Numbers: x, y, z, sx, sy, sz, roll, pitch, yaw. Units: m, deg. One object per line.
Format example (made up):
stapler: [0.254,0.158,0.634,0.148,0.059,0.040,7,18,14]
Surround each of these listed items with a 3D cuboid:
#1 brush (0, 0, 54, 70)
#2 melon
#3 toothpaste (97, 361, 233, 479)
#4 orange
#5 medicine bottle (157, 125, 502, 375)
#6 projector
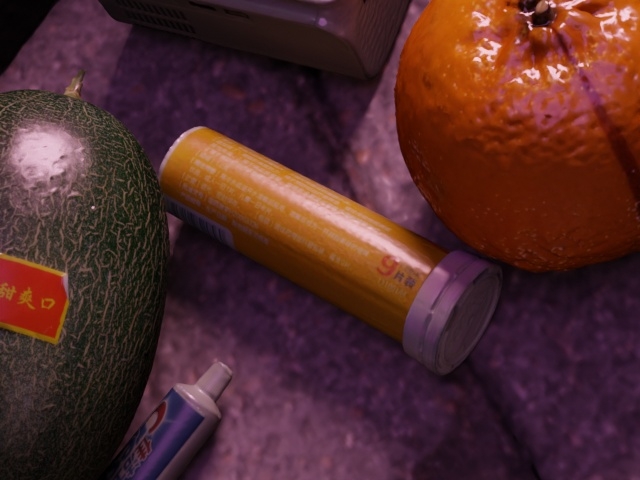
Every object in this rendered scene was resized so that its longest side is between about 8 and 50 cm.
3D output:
brush: [-0.211,-0.210,0.963,0.059,0.123,0.197,36,83,20]
melon: [-0.181,0.031,0.832,0.182,0.182,0.287,7,73,18]
toothpaste: [-0.118,0.154,0.851,0.057,0.035,0.197,34,83,40]
orange: [0.133,-0.079,0.800,0.193,0.161,0.193,-5,72,17]
medicine bottle: [0.000,0.000,0.856,0.218,0.074,0.074,28,80,24]
projector: [-0.021,-0.247,0.935,0.198,0.108,0.250,15,76,20]
